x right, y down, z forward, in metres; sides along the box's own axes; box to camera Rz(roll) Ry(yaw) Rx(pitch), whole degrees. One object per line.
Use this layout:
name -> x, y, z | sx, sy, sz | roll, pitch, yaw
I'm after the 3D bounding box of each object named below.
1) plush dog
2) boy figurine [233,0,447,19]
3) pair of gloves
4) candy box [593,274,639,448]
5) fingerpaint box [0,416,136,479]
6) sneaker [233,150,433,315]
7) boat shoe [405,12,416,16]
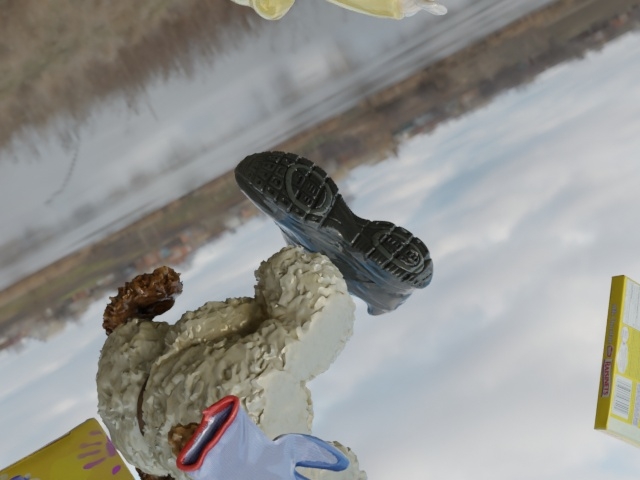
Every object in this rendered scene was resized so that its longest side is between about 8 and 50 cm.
plush dog -> -0.104, 0.142, 0.950 | 0.225, 0.262, 0.211 | 1, -171, 42
boy figurine -> 0.040, -0.206, 0.687 | 0.285, 0.177, 0.092 | -20, 155, 28
pair of gloves -> -0.062, 0.186, 0.634 | 0.023, 0.159, 0.198 | 25, -108, 45
candy box -> 0.404, 0.158, 1.452 | 0.027, 0.105, 0.205 | -8, -117, 46
fingerpaint box -> -0.374, 0.443, 1.180 | 0.445, 0.163, 0.371 | -27, 145, -23
sneaker -> 0.000, 0.000, 1.437 | 0.109, 0.286, 0.130 | -50, 177, -47
boat shoe -> -0.024, -0.313, 0.838 | 0.095, 0.335, 0.112 | -43, -177, 36
